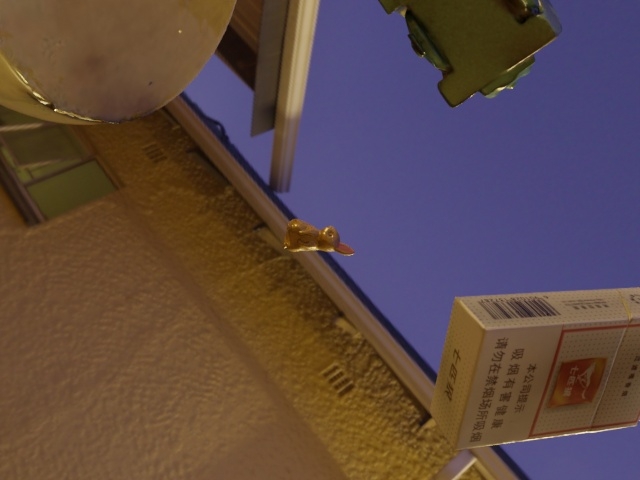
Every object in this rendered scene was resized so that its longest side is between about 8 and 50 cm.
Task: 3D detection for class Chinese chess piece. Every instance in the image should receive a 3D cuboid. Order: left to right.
[{"bbox_3d":[-0.144,-0.197,0.359,0.097,0.251,0.251,22,-41,21],"label":"Chinese chess piece"}]

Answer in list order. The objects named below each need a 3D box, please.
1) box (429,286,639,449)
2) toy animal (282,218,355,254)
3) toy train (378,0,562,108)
[{"bbox_3d":[0.344,0.184,0.885,0.095,0.330,0.210,-125,-143,-59],"label":"box"},{"bbox_3d":[0.001,-0.003,1.311,0.159,0.083,0.070,13,-71,2],"label":"toy animal"},{"bbox_3d":[0.102,-0.289,0.567,0.129,0.159,0.326,-33,-84,31],"label":"toy train"}]
